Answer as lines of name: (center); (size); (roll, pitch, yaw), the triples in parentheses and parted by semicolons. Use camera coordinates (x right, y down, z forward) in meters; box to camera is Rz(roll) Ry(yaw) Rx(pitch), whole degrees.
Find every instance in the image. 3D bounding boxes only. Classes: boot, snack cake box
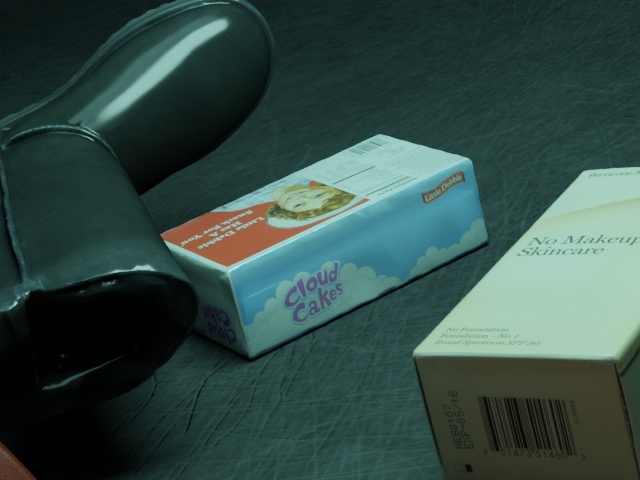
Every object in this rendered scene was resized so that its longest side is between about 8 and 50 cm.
boot: (-0.168, -0.039, 1.552); (0.367, 0.146, 0.445); (-34, 21, 2)
snack cake box: (0.000, 0.000, 1.656); (0.264, 0.089, 0.152); (-25, 24, -25)

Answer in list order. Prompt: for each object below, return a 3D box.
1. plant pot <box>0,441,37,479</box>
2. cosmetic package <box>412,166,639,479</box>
plant pot: (-0.328, 0.201, 1.065); (0.267, 0.235, 0.267); (-11, 39, 10)
cosmetic package: (0.212, 0.057, 1.338); (0.160, 0.113, 0.309); (-1, 26, 32)
